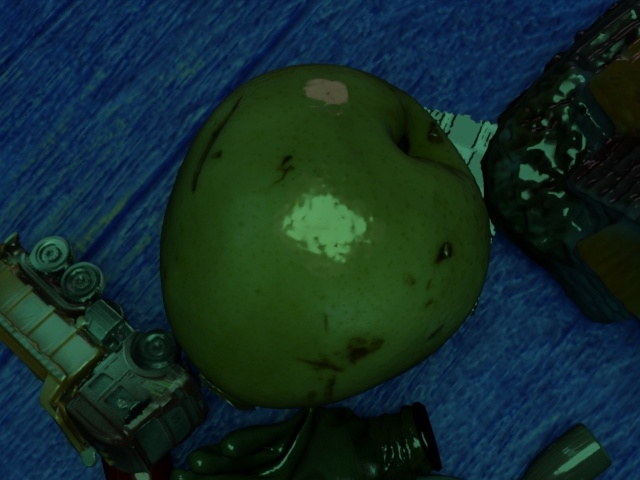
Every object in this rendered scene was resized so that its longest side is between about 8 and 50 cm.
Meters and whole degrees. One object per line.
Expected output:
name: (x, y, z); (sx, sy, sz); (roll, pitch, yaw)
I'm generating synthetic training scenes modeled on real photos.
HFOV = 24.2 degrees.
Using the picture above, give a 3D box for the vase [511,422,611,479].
vase: (0.231, 0.228, 1.463); (0.100, 0.053, 0.053); (-36, 85, 0)

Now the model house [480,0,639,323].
model house: (0.366, -0.089, 1.338); (0.360, 0.339, 0.297); (-40, 95, -7)

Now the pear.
pear: (0.000, 0.000, 1.346); (0.309, 0.309, 0.309); (0, 84, -1)

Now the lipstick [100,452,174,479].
lipstick: (-0.156, 0.303, 1.443); (0.073, 0.073, 0.280); (-14, 84, -2)

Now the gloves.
gloves: (-0.015, 0.223, 1.431); (0.268, 0.107, 0.135); (-10, 58, -8)

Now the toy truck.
toy truck: (-0.233, 0.102, 1.406); (0.270, 0.114, 0.135); (38, 72, 25)

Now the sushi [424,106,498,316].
sushi: (0.113, -0.035, 1.502); (0.139, 0.031, 0.201); (15, 86, 8)

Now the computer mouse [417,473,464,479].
computer mouse: (0.100, 0.412, 1.413); (0.188, 0.122, 0.371); (6, 87, 1)
